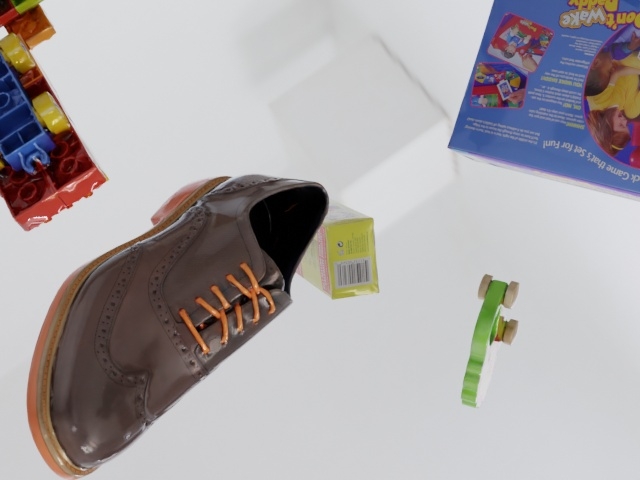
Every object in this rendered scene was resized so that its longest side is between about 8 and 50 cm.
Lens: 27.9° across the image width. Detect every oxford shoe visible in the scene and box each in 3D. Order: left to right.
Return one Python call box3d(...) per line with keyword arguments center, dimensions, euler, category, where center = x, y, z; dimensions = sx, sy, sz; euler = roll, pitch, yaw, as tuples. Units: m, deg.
box3d(center=(-0.080, 0.035, 0.778), dimensions=(0.098, 0.271, 0.097), euler=(-11, 120, 32), category="oxford shoe")

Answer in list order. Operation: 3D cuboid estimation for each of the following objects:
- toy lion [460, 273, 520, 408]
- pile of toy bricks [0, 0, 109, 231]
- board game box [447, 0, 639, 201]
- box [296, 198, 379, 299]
box3d(center=(0.142, 0.093, 1.108), dimensions=(0.034, 0.096, 0.100), euler=(16, 148, 17), category="toy lion")
box3d(center=(-0.146, -0.058, 0.497), dimensions=(0.212, 0.118, 0.105), euler=(57, 178, 32), category="pile of toy bricks")
box3d(center=(0.341, -0.174, 1.500), dimensions=(0.347, 0.233, 0.078), euler=(18, -179, 36), category="board game box")
box3d(center=(0.000, 0.000, 1.458), dimensions=(0.232, 0.058, 0.087), euler=(-148, 52, -68), category="box")
